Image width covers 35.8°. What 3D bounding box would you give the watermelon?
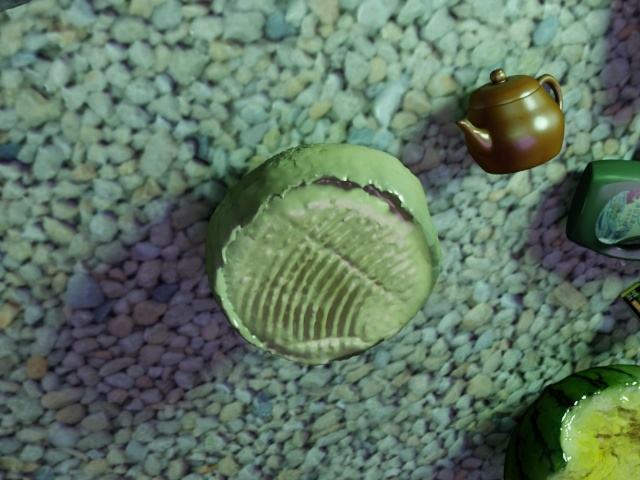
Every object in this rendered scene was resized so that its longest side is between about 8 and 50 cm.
[{"bbox_3d":[0.402,0.289,1.424,0.331,0.189,0.330,-10,143,-8],"label":"watermelon"}]

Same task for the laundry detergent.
[{"bbox_3d":[0.421,-0.027,1.227,0.211,0.063,0.137,11,126,0],"label":"laundry detergent"}]

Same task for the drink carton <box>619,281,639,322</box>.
[{"bbox_3d":[0.506,0.060,1.363,0.166,0.071,0.056,-37,131,7],"label":"drink carton"}]

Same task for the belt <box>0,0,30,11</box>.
[{"bbox_3d":[-0.211,-0.321,0.765,0.184,0.164,0.289,25,117,-3],"label":"belt"}]

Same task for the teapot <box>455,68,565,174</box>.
[{"bbox_3d":[0.213,-0.140,1.095,0.173,0.116,0.116,-30,135,-33],"label":"teapot"}]

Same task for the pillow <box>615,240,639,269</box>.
[{"bbox_3d":[0.464,-0.057,1.274,0.128,0.051,0.229,-3,125,-17],"label":"pillow"}]

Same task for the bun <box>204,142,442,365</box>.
[{"bbox_3d":[0.000,0.000,1.082,0.259,0.152,0.259,-3,121,-5],"label":"bun"}]
